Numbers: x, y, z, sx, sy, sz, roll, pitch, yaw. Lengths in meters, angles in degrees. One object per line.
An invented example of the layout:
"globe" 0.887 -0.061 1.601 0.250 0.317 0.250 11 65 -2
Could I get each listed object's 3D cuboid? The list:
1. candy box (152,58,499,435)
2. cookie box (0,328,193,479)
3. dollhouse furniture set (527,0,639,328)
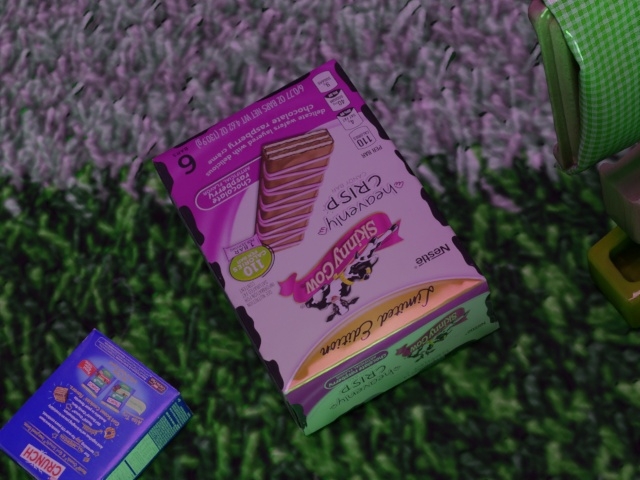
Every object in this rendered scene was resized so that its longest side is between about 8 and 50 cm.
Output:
"candy box" 0.000 0.000 1.246 0.159 0.071 0.233 -30 56 -4
"cookie box" -0.159 0.130 1.227 0.092 0.040 0.107 34 72 30
"dollhouse furniture set" 0.263 -0.068 1.075 0.197 0.301 0.151 -39 54 -13
